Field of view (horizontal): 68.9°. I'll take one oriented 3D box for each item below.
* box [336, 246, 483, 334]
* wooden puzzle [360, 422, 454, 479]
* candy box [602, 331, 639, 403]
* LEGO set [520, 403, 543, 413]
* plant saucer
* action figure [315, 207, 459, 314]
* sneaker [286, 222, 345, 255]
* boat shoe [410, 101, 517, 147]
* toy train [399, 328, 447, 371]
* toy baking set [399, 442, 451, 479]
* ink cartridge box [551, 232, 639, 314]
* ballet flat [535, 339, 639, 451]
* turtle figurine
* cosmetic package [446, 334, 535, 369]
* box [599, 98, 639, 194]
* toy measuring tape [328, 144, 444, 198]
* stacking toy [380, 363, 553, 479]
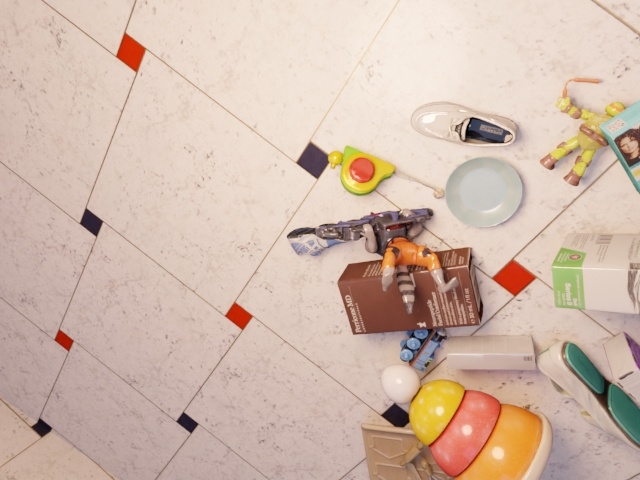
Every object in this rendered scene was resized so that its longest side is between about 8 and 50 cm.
[{"bbox_3d":[0.261,0.151,1.370,0.382,0.143,0.191,-10,108,25],"label":"box"},{"bbox_3d":[0.323,0.771,1.649,0.322,0.080,0.347,-2,116,21],"label":"wooden puzzle"},{"bbox_3d":[0.855,0.364,1.226,0.196,0.165,0.070,41,121,-1],"label":"candy box"},{"bbox_3d":[0.662,0.550,1.456,0.083,0.023,0.054,32,119,5],"label":"LEGO set"},{"bbox_3d":[0.431,-0.132,1.244,0.195,0.037,0.194,7,113,17],"label":"plant saucer"},{"bbox_3d":[0.163,0.031,1.257,0.342,0.330,0.178,-7,124,-9],"label":"action figure"},{"bbox_3d":[0.000,0.000,1.441,0.211,0.080,0.081,-3,117,31],"label":"sneaker"},{"bbox_3d":[0.356,-0.284,1.177,0.268,0.088,0.096,18,117,12],"label":"boat shoe"},{"bbox_3d":[0.319,0.319,1.456,0.105,0.080,0.184,25,117,-1],"label":"toy train"},{"bbox_3d":[0.369,0.763,1.561,0.197,0.030,0.256,33,122,0],"label":"toy baking set"},{"bbox_3d":[0.718,0.073,1.084,0.289,0.211,0.121,1,113,39],"label":"ink cartridge box"},{"bbox_3d":[0.767,0.441,1.324,0.400,0.139,0.139,45,119,-5],"label":"ballet flat"},{"bbox_3d":[0.644,-0.234,1.092,0.270,0.087,0.217,31,121,1],"label":"turtle figurine"},{"bbox_3d":[0.501,0.332,1.381,0.239,0.099,0.060,-6,112,23],"label":"cosmetic package"},{"bbox_3d":[0.726,-0.193,1.037,0.101,0.060,0.244,-37,123,25],"label":"box"},{"bbox_3d":[0.167,-0.155,1.287,0.330,0.121,0.121,25,118,3],"label":"toy measuring tape"},{"bbox_3d":[0.391,0.530,1.392,0.480,0.351,0.350,37,120,12],"label":"stacking toy"}]
